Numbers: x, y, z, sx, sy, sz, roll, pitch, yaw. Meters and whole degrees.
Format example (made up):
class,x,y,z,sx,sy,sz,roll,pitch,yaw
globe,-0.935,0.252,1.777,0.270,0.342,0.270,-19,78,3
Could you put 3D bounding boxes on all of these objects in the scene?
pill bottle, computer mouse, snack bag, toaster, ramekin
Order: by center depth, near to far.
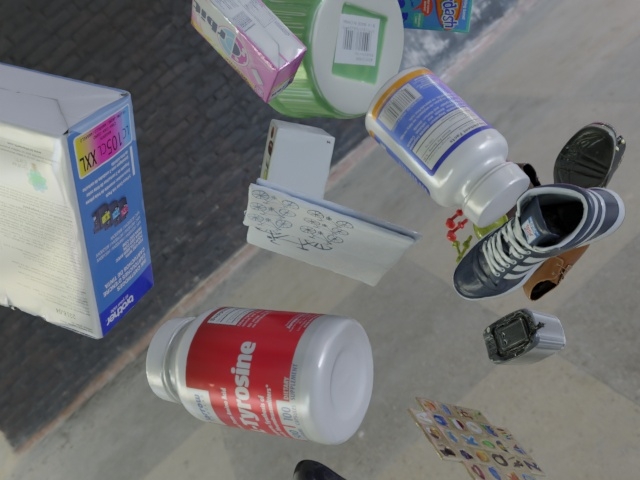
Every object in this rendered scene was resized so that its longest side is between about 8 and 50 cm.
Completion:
class,x,y,z,sx,sy,sz,roll,pitch,yaw
pill bottle,0.212,-0.153,1.125,0.152,0.272,0.152,-33,-25,-17
ramekin,0.022,-0.374,1.275,0.148,0.303,0.303,19,60,41
pill bottle,-0.124,0.245,1.287,0.408,0.229,0.229,0,42,31
snack bag,0.000,0.000,1.338,0.342,0.323,0.037,120,167,-69
computer mouse,0.038,0.539,1.374,0.272,0.188,0.072,13,30,35
toaster,0.588,0.275,1.918,0.227,0.146,0.129,-43,46,44

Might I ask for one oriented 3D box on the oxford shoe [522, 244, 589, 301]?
class,x,y,z,sx,sy,sz,roll,pitch,yaw
oxford shoe,0.533,0.057,1.498,0.212,0.076,0.076,-58,14,31

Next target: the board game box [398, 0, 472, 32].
class,x,y,z,sx,sy,sz,roll,pitch,yaw
board game box,0.210,-0.517,1.382,0.210,0.160,0.047,7,39,10

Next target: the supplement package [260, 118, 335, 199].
class,x,y,z,sx,sy,sz,roll,pitch,yaw
supplement package,-0.067,-0.202,1.769,0.203,0.149,0.194,-121,41,-72

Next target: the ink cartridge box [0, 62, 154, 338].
class,x,y,z,sx,sy,sz,roll,pitch,yaw
ink cartridge box,-0.400,-0.032,0.973,0.270,0.395,0.151,16,35,16

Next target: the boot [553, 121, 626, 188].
class,x,y,z,sx,sy,sz,roll,pitch,yaw
boot,0.481,-0.149,1.182,0.085,0.236,0.178,30,58,23

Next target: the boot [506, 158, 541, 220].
class,x,y,z,sx,sy,sz,roll,pitch,yaw
boot,0.567,-0.134,1.965,0.090,0.248,0.207,-40,27,-14

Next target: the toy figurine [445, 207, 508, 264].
class,x,y,z,sx,sy,sz,roll,pitch,yaw
toy figurine,0.322,-0.118,1.687,0.191,0.217,0.362,-43,25,31

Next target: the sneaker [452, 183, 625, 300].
class,x,y,z,sx,sy,sz,roll,pitch,yaw
sneaker,0.285,0.005,0.975,0.282,0.099,0.153,-34,-20,31

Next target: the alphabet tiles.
class,x,y,z,sx,sy,sz,roll,pitch,yaw
alphabet tiles,0.377,0.487,1.621,0.011,0.343,0.285,-62,31,16

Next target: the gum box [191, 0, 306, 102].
class,x,y,z,sx,sy,sz,roll,pitch,yaw
gum box,-0.117,-0.314,1.020,0.062,0.188,0.107,-43,-1,-20
